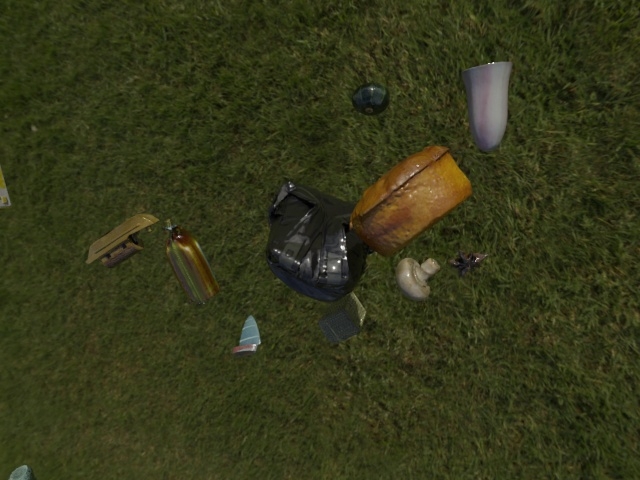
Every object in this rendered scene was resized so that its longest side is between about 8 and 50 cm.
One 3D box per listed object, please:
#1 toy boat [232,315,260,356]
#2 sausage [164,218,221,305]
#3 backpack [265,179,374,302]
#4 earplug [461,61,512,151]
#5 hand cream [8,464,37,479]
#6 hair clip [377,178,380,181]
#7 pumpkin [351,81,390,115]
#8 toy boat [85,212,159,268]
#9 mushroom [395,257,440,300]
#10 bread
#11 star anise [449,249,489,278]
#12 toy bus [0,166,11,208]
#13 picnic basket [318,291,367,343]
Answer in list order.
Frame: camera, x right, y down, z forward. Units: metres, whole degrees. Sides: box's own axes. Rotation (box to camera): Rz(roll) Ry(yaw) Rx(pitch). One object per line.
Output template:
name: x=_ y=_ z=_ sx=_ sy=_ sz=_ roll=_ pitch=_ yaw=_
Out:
toy boat: x=-0.193 y=0.249 z=1.095 sx=0.096 sy=0.122 sz=0.034 roll=-18 pitch=135 yaw=29
sausage: x=-0.446 y=0.067 z=1.341 sx=0.118 sy=0.125 sz=0.317 roll=-1 pitch=127 yaw=20
backpack: x=0.000 y=0.000 z=1.219 sx=0.364 sy=0.445 sz=0.254 roll=19 pitch=124 yaw=-6
earplug: x=0.620 y=-0.482 z=1.490 sx=0.173 sy=0.172 sz=0.300 roll=-3 pitch=103 yaw=20
hand cream: x=-0.612 y=0.559 z=0.846 sx=0.046 sy=0.095 sz=0.174 roll=-9 pitch=106 yaw=-17
hair clip: x=0.320 y=-0.175 z=1.684 sx=0.229 sy=0.036 sz=0.066 roll=38 pitch=155 yaw=-16
pumpkin: x=0.220 y=-0.612 z=1.742 sx=0.167 sy=0.167 sz=0.125 roll=13 pitch=69 yaw=16
toy boat: x=-0.522 y=0.004 z=1.073 sx=0.226 sy=0.068 sz=0.087 roll=-29 pitch=102 yaw=12
mushroom: x=0.447 y=0.168 z=1.863 sx=0.209 sy=0.206 sz=0.206 roll=-31 pitch=91 yaw=-1
bread: x=0.219 y=-0.096 z=0.975 sx=0.312 sy=0.312 sz=0.172 roll=-42 pitch=82 yaw=22
star anise: x=0.503 y=0.086 z=1.391 sx=0.124 sy=0.056 sz=0.129 roll=9 pitch=132 yaw=-8
toy bus: x=-0.749 y=-0.169 z=0.862 sx=0.074 sy=0.081 sz=0.225 roll=-7 pitch=98 yaw=16
picnic basket: x=0.090 y=0.332 z=1.744 sx=0.154 sy=0.196 sz=0.134 roll=-33 pitch=97 yaw=21
